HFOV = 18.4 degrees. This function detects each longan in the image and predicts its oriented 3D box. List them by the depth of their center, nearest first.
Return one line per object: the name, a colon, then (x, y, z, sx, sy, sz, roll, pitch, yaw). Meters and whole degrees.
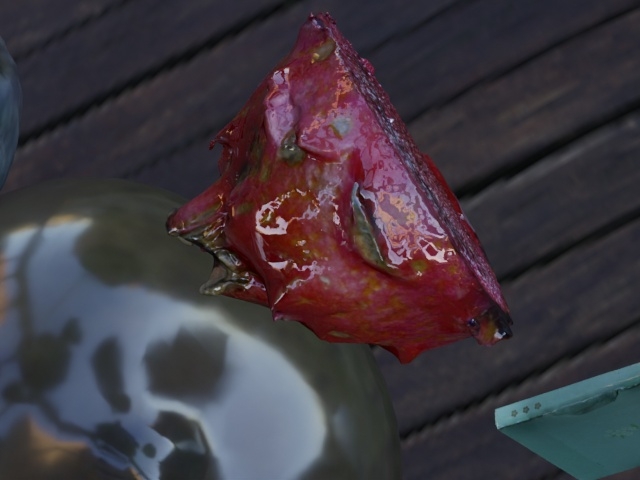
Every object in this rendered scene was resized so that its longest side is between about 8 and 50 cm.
longan: (-0.122, 0.132, 1.247, 0.361, 0.361, 0.361, -7, 69, 17)

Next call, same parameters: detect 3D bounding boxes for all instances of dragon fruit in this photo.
dragon fruit: (0.000, 0.000, 0.794, 0.111, 0.153, 0.153, -33, 63, 11)

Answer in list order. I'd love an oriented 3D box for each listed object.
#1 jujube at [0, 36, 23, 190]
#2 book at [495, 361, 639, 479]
jujube: (-0.250, -0.085, 0.668, 0.226, 0.317, 0.226, -36, 19, 15)
book: (0.181, 0.098, 1.104, 0.135, 0.103, 0.017, -22, 53, 31)
